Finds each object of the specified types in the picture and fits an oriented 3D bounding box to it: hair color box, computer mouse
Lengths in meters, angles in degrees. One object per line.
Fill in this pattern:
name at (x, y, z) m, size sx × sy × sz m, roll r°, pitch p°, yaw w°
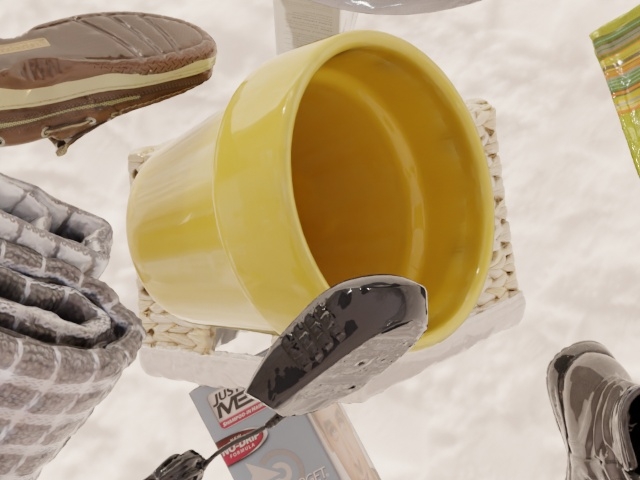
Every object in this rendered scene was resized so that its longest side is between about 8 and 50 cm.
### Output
hair color box at (0.005, 0.302, 1.698) m, size 0.113 × 0.185 × 0.375 m, roll -29°, pitch 86°, yaw 10°
computer mouse at (-0.038, 0.090, 0.810) m, size 0.242 × 0.071 × 0.041 m, roll -39°, pitch 68°, yaw 21°

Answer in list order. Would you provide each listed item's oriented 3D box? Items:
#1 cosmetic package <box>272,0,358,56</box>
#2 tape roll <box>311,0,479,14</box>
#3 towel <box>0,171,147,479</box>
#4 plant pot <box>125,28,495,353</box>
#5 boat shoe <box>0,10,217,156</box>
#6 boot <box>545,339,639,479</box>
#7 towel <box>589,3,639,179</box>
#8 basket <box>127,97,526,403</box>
cosmetic package at (-0.003, -0.280, 1.723) m, size 0.085 × 0.231 × 0.117 m, roll 12°, pitch 72°, yaw 6°
tape roll at (0.043, -0.217, 0.747) m, size 0.219 × 0.072 × 0.219 m, roll -3°, pitch 141°, yaw -2°
towel at (-0.239, 0.051, 0.525) m, size 0.235 × 0.283 × 0.121 m, roll -48°, pitch 40°, yaw 25°
plant pot at (-0.024, -0.024, 1.229) m, size 0.239 × 0.254 × 0.254 m, roll -11°, pitch 100°, yaw 44°
boat shoe at (-0.209, -0.119, 1.197) m, size 0.095 × 0.257 × 0.095 m, roll -123°, pitch 32°, yaw -45°
boot at (0.342, 0.286, 1.609) m, size 0.118 × 0.223 × 0.338 m, roll -24°, pitch 107°, yaw -5°
towel at (0.256, -0.086, 1.032) m, size 0.102 × 0.237 × 0.021 m, roll -34°, pitch 134°, yaw 28°
basket at (0.000, 0.000, 1.651) m, size 0.328 × 0.331 × 0.267 m, roll 3°, pitch 107°, yaw 40°
